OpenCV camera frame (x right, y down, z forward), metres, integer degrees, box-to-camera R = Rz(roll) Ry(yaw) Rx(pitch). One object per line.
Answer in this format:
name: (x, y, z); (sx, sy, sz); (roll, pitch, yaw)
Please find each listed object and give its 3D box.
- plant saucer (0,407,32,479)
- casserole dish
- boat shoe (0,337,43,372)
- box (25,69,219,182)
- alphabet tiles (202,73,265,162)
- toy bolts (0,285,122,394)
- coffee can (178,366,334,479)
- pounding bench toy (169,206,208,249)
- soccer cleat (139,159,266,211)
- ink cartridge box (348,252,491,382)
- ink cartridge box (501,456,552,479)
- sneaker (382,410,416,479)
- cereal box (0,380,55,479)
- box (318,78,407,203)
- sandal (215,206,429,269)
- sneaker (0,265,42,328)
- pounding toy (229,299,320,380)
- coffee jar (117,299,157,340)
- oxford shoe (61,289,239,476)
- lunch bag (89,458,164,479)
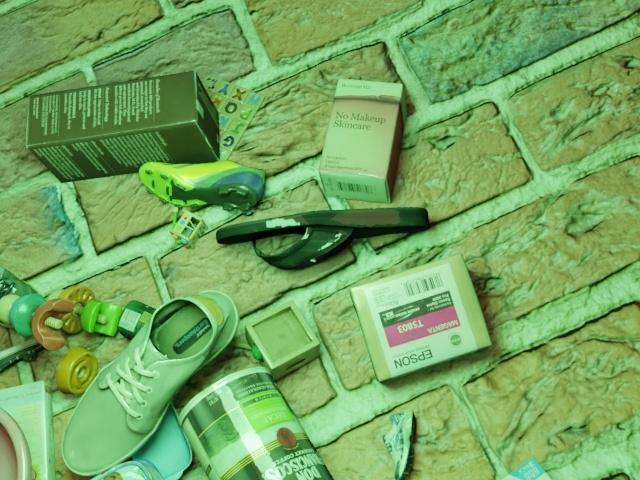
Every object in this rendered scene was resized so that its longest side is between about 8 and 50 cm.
plant saucer: (-0.692, 0.473, 1.801); (0.332, 0.084, 0.332); (-6, 65, 14)
casserole dish: (-0.321, 0.394, 1.856); (0.114, 0.037, 0.188); (-27, 66, -4)
boat shoe: (-0.618, 0.235, 1.970); (0.142, 0.049, 0.040); (-22, 84, 0)
box: (-0.428, -0.246, 2.067); (0.381, 0.191, 0.143); (-5, 68, 7)
alphabet tiles: (-0.276, -0.294, 2.173); (0.237, 0.009, 0.198); (23, 72, 17)
toy bolts: (-0.547, 0.184, 1.895); (0.158, 0.228, 0.218); (14, 82, 26)
coffee can: (-0.113, 0.402, 1.730); (0.201, 0.201, 0.275); (-32, 65, -6)
pounding bench toy: (-0.299, -0.028, 2.033); (0.083, 0.052, 0.065); (27, 73, 19)
soccer cleat: (-0.256, -0.133, 2.067); (0.289, 0.093, 0.121); (10, 44, 15)
ink cartridge box: (0.193, 0.151, 1.834); (0.234, 0.088, 0.193); (-18, 81, 0)
ink cartridge box: (0.399, 0.496, 1.688); (0.104, 0.062, 0.181); (-35, 66, -7)
sneaker: (0.147, 0.391, 1.786); (0.058, 0.052, 0.135); (-1, 58, 19)
cereal box: (-0.621, 0.415, 1.884); (0.172, 0.047, 0.240); (-12, 65, 6)
box: (0.093, -0.213, 2.016); (0.148, 0.127, 0.232); (6, 68, 12)
sandal: (0.001, 0.000, 1.924); (0.445, 0.167, 0.107); (-4, 83, 7)
sneaker: (-0.719, 0.087, 2.005); (0.299, 0.121, 0.111); (27, 73, 19)
pounding toy: (-0.095, 0.206, 1.885); (0.141, 0.100, 0.130); (-27, 65, -16)
coffee jar: (-0.314, 0.191, 1.913); (0.184, 0.096, 0.079); (21, 74, 16)
oxford shoe: (-0.340, 0.263, 1.787); (0.449, 0.130, 0.169); (-46, 74, 2)
lunch bag: (-0.397, 0.568, 1.736); (0.303, 0.115, 0.243); (-32, 83, -5)
